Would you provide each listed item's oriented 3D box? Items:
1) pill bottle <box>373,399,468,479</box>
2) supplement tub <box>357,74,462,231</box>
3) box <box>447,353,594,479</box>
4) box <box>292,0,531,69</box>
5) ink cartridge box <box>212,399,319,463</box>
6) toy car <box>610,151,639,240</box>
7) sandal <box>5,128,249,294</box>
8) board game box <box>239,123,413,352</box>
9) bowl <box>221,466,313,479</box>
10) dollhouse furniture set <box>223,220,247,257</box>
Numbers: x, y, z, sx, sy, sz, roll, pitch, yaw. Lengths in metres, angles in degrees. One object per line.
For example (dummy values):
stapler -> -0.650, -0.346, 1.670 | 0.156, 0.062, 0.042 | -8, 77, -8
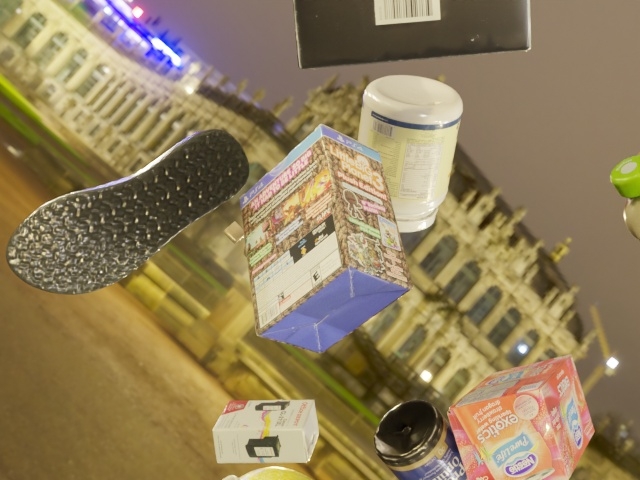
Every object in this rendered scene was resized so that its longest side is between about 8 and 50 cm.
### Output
pill bottle -> 0.190, 0.370, 1.510 | 0.219, 0.123, 0.123 | 52, -9, -30
supplement tub -> 0.202, -0.208, 2.216 | 0.235, 0.235, 0.325 | 37, -48, 41
box -> 0.329, 0.289, 1.482 | 0.300, 0.154, 0.142 | -8, 81, -67
box -> 0.137, -0.378, 1.459 | 0.312, 0.343, 0.179 | -77, 163, -75
ink cartridge box -> -0.100, 0.359, 1.746 | 0.127, 0.175, 0.072 | -60, 145, -72
toy car -> 0.452, -0.086, 1.159 | 0.155, 0.149, 0.188 | 52, 32, -24
sandal -> -0.324, -0.043, 1.590 | 0.107, 0.445, 0.168 | 0, -63, 63
board game box -> 0.000, 0.000, 1.545 | 0.141, 0.232, 0.291 | 21, 44, -37
bowl -> -0.155, 0.580, 1.927 | 0.156, 0.289, 0.289 | 40, -4, -17
dollhouse furniture set -> -0.027, -0.025, 2.450 | 0.355, 0.303, 0.174 | 42, -19, 11
